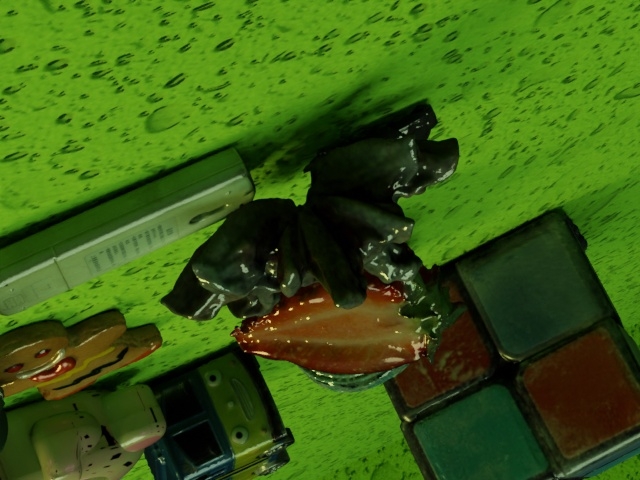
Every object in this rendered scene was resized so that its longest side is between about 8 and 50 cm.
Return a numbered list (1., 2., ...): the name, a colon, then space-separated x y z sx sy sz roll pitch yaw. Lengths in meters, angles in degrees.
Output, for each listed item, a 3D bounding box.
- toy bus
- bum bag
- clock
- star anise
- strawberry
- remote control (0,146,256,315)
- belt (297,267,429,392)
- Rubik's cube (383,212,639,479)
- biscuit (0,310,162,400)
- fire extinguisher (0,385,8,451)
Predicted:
1. toy bus: -0.140 0.246 2.016 0.175 0.138 0.287 -23 166 -11
2. bum bag: 0.047 -0.078 1.370 0.124 0.034 0.058 -25 152 -1
3. clock: -0.347 0.272 1.822 0.309 0.114 0.284 -17 162 -32
4. star anise: -0.002 0.001 1.310 0.283 0.129 0.212 -22 176 -3
5. strawberry: 0.029 0.078 1.719 0.228 0.098 0.174 -21 132 24
6. remote control: -0.164 -0.006 1.274 0.234 0.038 0.098 -24 166 -8
7. belt: 0.045 0.102 1.805 0.163 0.147 0.082 3 171 7
8. Rubik's cube: 0.270 0.183 2.105 0.318 0.313 0.316 -28 166 11
9. biscuit: -0.260 0.122 1.581 0.165 0.036 0.250 -28 165 8
10. fire extinguisher: -0.395 0.204 1.544 0.311 0.114 0.095 -33 -161 37
